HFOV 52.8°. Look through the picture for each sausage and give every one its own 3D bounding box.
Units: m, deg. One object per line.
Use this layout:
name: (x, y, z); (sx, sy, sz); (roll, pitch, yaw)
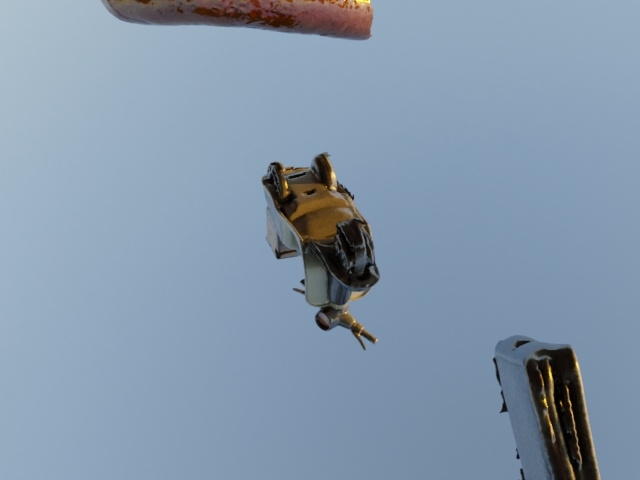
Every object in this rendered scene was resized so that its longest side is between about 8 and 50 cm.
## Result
sausage: (-0.077, -0.260, 0.683); (0.302, 0.076, 0.103); (-1, -176, -20)

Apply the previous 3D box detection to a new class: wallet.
wallet: (0.164, 0.175, 0.440); (0.036, 0.167, 0.222); (-12, -99, 5)

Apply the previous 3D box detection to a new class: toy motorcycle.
toy motorcycle: (0.000, 0.000, 0.736); (0.091, 0.157, 0.263); (-12, -145, -16)
